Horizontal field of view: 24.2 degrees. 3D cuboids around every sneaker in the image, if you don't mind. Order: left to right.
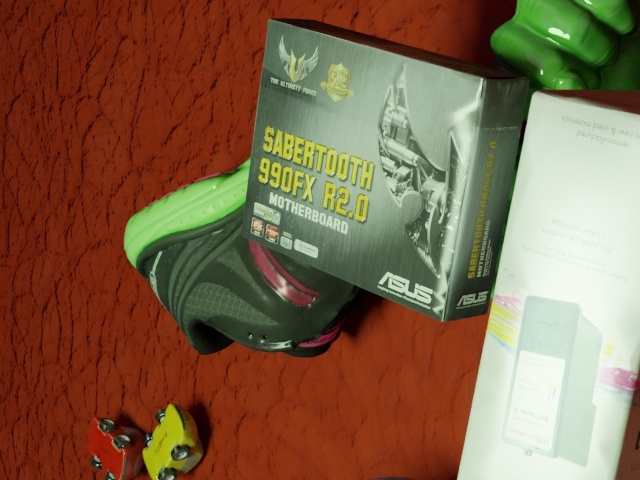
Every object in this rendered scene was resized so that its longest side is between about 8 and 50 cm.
[{"bbox_3d":[0.000,0.000,1.404,0.483,0.185,0.202,-21,94,54],"label":"sneaker"}]

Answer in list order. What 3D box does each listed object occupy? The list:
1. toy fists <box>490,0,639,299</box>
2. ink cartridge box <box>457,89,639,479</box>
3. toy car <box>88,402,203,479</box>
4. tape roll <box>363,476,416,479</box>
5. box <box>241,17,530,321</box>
[{"bbox_3d":[0.179,-0.078,1.138,0.096,0.142,0.279,45,125,46],"label":"toy fists"},{"bbox_3d":[0.208,0.080,1.025,0.119,0.207,0.353,19,106,35],"label":"ink cartridge box"},{"bbox_3d":[-0.193,0.308,1.736,0.239,0.053,0.225,-19,75,54],"label":"toy car"},{"bbox_3d":[0.014,0.283,1.326,0.189,0.189,0.080,-44,55,45],"label":"tape roll"},{"bbox_3d":[0.042,-0.060,1.142,0.231,0.056,0.183,23,112,42],"label":"box"}]
